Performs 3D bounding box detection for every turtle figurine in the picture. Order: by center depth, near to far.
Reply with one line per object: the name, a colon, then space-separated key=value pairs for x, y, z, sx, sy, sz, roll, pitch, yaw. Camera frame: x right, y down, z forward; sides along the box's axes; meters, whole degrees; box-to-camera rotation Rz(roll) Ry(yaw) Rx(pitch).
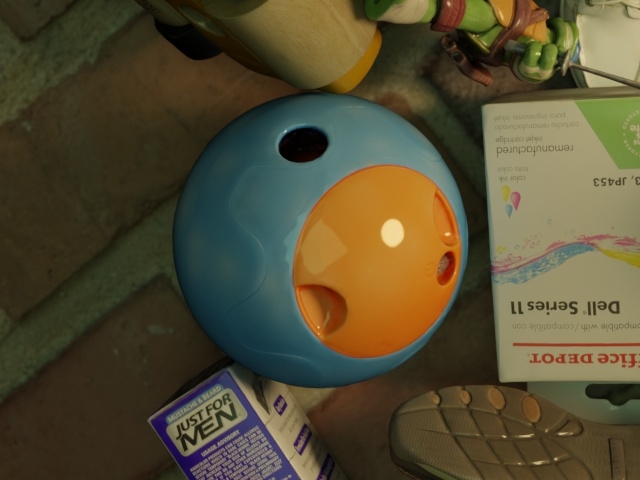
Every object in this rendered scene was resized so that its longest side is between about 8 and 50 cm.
turtle figurine: x=0.185 y=-0.249 z=1.684 sx=0.266 sy=0.274 sz=0.198 roll=15 pitch=86 yaw=-31

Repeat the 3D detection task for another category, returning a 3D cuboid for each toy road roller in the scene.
toy road roller: x=-0.065 y=-0.304 z=1.738 sx=0.329 sy=0.202 sz=0.241 roll=25 pitch=80 yaw=45

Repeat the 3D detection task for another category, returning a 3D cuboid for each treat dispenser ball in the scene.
treat dispenser ball: x=0.000 y=0.000 z=1.760 sx=0.288 sy=0.288 sz=0.288 roll=0 pitch=95 yaw=5

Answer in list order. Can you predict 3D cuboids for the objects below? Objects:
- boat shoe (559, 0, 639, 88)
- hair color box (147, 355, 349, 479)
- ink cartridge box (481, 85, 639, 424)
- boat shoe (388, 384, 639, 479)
boat shoe: x=0.291 y=-0.268 z=1.807 sx=0.098 sy=0.096 sz=0.277 roll=-2 pitch=96 yaw=3
hair color box: x=-0.027 y=0.277 z=1.839 sx=0.110 sy=0.185 sz=0.339 roll=-32 pitch=91 yaw=8
ink cartridge box: x=0.279 y=0.028 z=1.793 sx=0.207 sy=0.119 sz=0.353 roll=-2 pitch=100 yaw=18
boat shoe: x=0.234 y=0.246 z=1.796 sx=0.355 sy=0.132 sz=0.130 roll=13 pitch=135 yaw=-2
